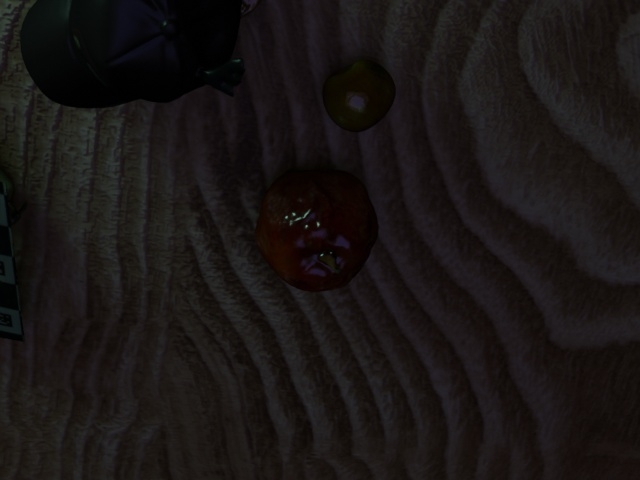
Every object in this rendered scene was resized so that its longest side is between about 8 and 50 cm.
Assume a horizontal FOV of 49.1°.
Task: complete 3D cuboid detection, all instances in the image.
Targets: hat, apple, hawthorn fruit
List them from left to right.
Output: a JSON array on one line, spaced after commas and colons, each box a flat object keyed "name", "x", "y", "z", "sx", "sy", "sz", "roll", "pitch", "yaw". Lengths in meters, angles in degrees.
[{"name": "hat", "x": -0.249, "y": -0.261, "z": 0.914, "sx": 0.336, "sy": 0.209, "sz": 0.238, "roll": -27, "pitch": 122, "yaw": 10}, {"name": "hawthorn fruit", "x": 0.000, "y": 0.000, "z": 1.135, "sx": 0.207, "sy": 0.243, "sz": 0.207, "roll": -4, "pitch": 119, "yaw": -8}, {"name": "apple", "x": 0.059, "y": -0.228, "z": 1.097, "sx": 0.114, "sy": 0.099, "sz": 0.102, "roll": -34, "pitch": 115, "yaw": 15}]

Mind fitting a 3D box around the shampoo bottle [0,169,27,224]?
[{"name": "shampoo bottle", "x": -0.539, "y": -0.089, "z": 1.109, "sx": 0.079, "sy": 0.079, "sz": 0.162, "roll": -29, "pitch": 118, "yaw": 9}]

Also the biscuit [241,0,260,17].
[{"name": "biscuit", "x": -0.250, "y": -0.425, "z": 0.971, "sx": 0.312, "sy": 0.057, "sz": 0.351, "roll": -37, "pitch": 117, "yaw": 15}]

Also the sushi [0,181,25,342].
[{"name": "sushi", "x": -0.646, "y": -0.008, "z": 1.133, "sx": 0.343, "sy": 0.064, "sz": 0.359, "roll": 12, "pitch": 130, "yaw": -2}]
